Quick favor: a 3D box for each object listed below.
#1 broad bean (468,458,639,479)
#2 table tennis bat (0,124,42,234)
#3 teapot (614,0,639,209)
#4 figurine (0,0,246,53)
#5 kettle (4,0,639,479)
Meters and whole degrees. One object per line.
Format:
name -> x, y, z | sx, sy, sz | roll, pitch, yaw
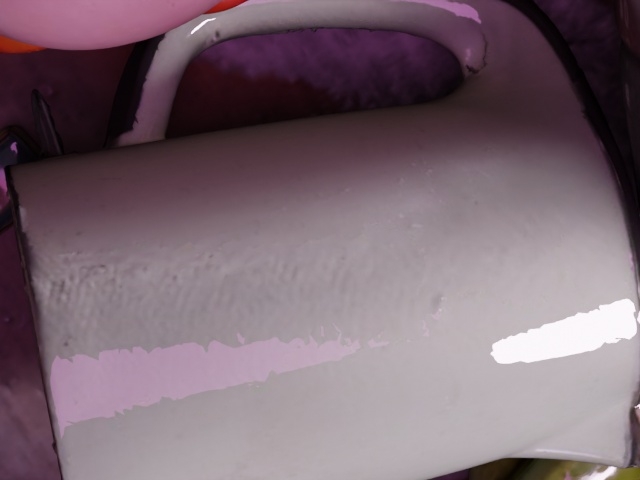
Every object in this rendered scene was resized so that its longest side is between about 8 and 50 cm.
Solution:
broad bean -> 0.168, 0.136, 0.902 | 0.206, 0.072, 0.153 | 22, 108, -24
table tennis bat -> -0.240, 0.054, 0.862 | 0.301, 0.022, 0.173 | -37, 108, 9
teapot -> 0.277, -0.016, 0.799 | 0.315, 0.233, 0.312 | -21, 117, -27
figurine -> -0.094, -0.158, 0.730 | 0.173, 0.173, 0.173 | -1, 107, -4
kettle -> 0.000, 0.000, 0.795 | 0.255, 0.165, 0.240 | -11, 84, -7
